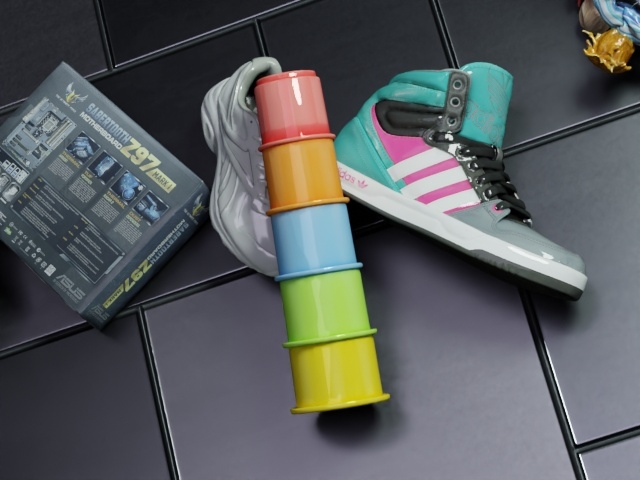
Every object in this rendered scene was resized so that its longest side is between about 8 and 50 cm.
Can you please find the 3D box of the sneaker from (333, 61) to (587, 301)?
[{"bbox_3d":[0.153,-0.073,1.747,0.295,0.124,0.178,28,89,25],"label":"sneaker"}]

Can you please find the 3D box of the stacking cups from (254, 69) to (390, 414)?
[{"bbox_3d":[0.000,0.000,1.722,0.096,0.096,0.316,-8,86,14],"label":"stacking cups"}]

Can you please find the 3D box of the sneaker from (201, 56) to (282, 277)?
[{"bbox_3d":[-0.056,-0.078,1.797,0.090,0.115,0.232,-3,63,-28],"label":"sneaker"}]

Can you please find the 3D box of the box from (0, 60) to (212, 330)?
[{"bbox_3d":[-0.245,-0.048,1.884,0.232,0.059,0.183,40,84,26],"label":"box"}]

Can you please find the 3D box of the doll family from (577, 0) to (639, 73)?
[{"bbox_3d":[0.334,-0.215,1.732,0.263,0.118,0.163,35,97,26],"label":"doll family"}]
